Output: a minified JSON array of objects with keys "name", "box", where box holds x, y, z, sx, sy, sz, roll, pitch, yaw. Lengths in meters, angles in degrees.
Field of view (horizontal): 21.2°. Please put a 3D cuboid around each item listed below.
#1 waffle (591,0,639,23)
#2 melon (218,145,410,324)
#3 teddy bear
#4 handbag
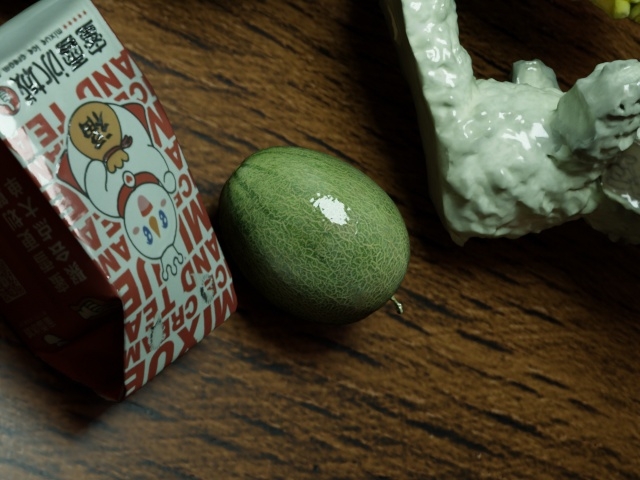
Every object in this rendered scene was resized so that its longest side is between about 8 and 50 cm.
[{"name":"waffle","box":[0.230,-0.330,1.675,0.283,0.065,0.309,22,44,-20]},{"name":"melon","box":[0.000,0.000,1.471,0.192,0.139,0.139,38,53,-10]},{"name":"teddy bear","box":[0.261,-0.146,1.601,0.362,0.327,0.375,-13,91,-2]},{"name":"handbag","box":[-0.185,-0.030,1.351,0.298,0.151,0.171,53,46,-9]}]
